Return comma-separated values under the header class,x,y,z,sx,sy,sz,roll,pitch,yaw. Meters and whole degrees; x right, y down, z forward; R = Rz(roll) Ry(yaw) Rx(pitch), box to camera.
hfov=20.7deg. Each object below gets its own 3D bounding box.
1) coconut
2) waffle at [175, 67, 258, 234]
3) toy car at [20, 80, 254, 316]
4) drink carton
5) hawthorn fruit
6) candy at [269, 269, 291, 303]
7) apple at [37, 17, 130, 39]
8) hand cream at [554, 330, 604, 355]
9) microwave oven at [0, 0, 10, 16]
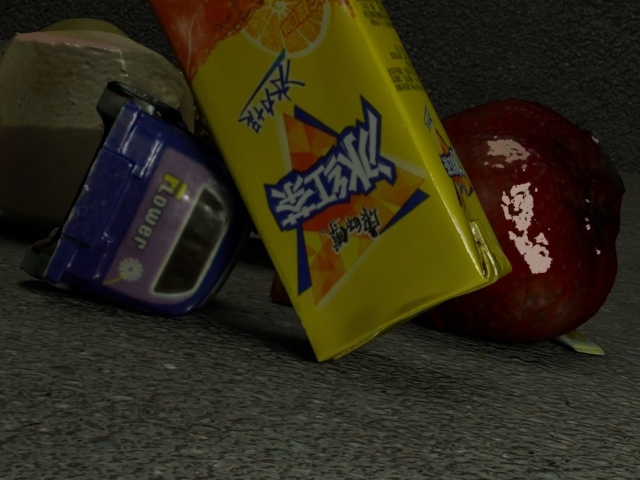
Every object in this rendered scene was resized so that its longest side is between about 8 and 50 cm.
class,x,y,z,sx,sy,sz,roll,pitch,yaw
coconut,-0.233,-0.102,1.672,0.237,0.197,0.237,5,15,-1
waffle,-0.081,-0.074,1.784,0.229,0.051,0.231,42,-16,6
toy car,-0.136,-0.025,1.461,0.158,0.172,0.235,27,6,-2
drink carton,0.001,-0.097,1.356,0.155,0.351,0.111,-27,-5,18
hawthorn fruit,0.133,-0.023,1.574,0.266,0.210,0.230,6,38,24
candy,0.000,0.000,1.543,0.062,0.122,0.038,13,5,14
apple,-0.309,-0.193,2.240,0.200,0.200,0.200,10,8,-2
hand cream,0.219,0.083,1.604,0.035,0.022,0.102,11,12,-31
microwave oven,-0.581,-0.287,1.788,0.432,0.236,0.374,-7,18,7
